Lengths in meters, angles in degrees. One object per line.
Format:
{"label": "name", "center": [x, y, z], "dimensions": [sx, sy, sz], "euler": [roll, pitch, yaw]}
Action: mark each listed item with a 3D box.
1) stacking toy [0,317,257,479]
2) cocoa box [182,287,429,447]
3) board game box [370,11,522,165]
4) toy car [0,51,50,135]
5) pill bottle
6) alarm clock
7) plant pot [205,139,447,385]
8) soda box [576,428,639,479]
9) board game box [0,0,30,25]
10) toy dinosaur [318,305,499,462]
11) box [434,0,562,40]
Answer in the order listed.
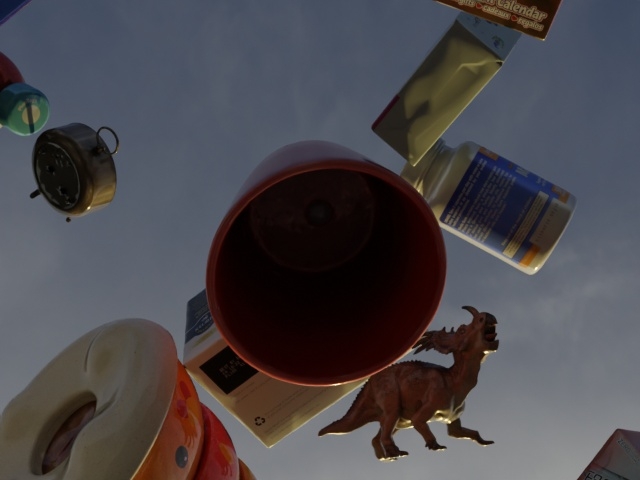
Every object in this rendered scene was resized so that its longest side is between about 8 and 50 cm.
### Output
{"label": "stacking toy", "center": [-0.189, 0.363, 1.134], "dimensions": [0.351, 0.350, 0.480], "euler": [-37, -59, 14]}
{"label": "cocoa box", "center": [-0.033, 0.133, 1.444], "dimensions": [0.347, 0.228, 0.231], "euler": [-37, -67, 8]}
{"label": "board game box", "center": [0.217, -0.281, 1.303], "dimensions": [0.097, 0.303, 0.224], "euler": [40, -50, -2]}
{"label": "toy car", "center": [-0.546, -0.240, 1.171], "dimensions": [0.210, 0.219, 0.238], "euler": [-46, -34, -22]}
{"label": "pill bottle", "center": [0.267, -0.071, 1.388], "dimensions": [0.272, 0.152, 0.152], "euler": [30, -70, 7]}
{"label": "alarm clock", "center": [-0.339, -0.105, 1.172], "dimensions": [0.192, 0.064, 0.129], "euler": [-29, -91, 38]}
{"label": "plant pot", "center": [0.000, 0.000, 1.029], "dimensions": [0.275, 0.243, 0.274], "euler": [-1, -69, -4]}
{"label": "soda box", "center": [0.247, 0.167, 0.528], "dimensions": [0.183, 0.063, 0.058], "euler": [13, -63, -31]}
{"label": "board game box", "center": [-0.314, -0.318, 0.729], "dimensions": [0.078, 0.347, 0.233], "euler": [-9, -52, 50]}
{"label": "toy dinosaur", "center": [0.142, 0.221, 1.262], "dimensions": [0.296, 0.127, 0.200], "euler": [-15, -109, 16]}
{"label": "box", "center": [0.128, -0.346, 0.841], "dimensions": [0.293, 0.057, 0.200], "euler": [22, -48, 8]}
